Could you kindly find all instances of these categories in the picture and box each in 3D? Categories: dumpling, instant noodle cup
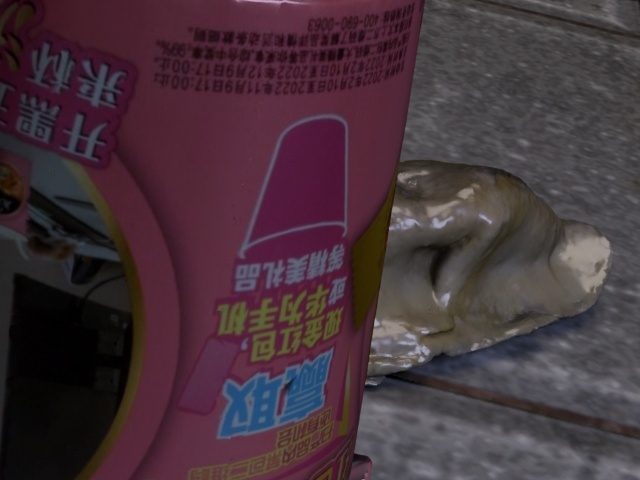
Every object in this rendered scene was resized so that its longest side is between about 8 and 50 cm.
[{"bbox_3d":[0.000,-0.005,0.718,0.332,0.086,0.166,5,26,-6],"label":"dumpling"},{"bbox_3d":[-0.070,-0.007,0.508,0.244,0.255,0.244,13,28,-7],"label":"instant noodle cup"}]
